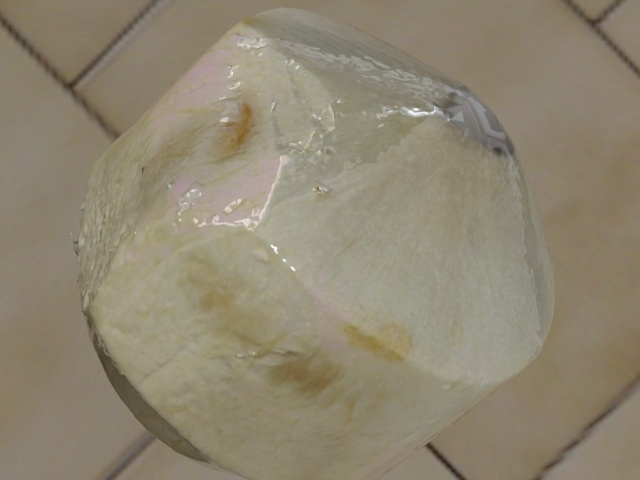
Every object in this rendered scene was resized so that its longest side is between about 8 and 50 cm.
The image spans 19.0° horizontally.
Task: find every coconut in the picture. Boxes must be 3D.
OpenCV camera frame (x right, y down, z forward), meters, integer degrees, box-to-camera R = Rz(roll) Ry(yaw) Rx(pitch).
[{"bbox_3d":[0.000,-0.002,0.934,0.241,0.241,0.241,0,97,-1],"label":"coconut"}]
